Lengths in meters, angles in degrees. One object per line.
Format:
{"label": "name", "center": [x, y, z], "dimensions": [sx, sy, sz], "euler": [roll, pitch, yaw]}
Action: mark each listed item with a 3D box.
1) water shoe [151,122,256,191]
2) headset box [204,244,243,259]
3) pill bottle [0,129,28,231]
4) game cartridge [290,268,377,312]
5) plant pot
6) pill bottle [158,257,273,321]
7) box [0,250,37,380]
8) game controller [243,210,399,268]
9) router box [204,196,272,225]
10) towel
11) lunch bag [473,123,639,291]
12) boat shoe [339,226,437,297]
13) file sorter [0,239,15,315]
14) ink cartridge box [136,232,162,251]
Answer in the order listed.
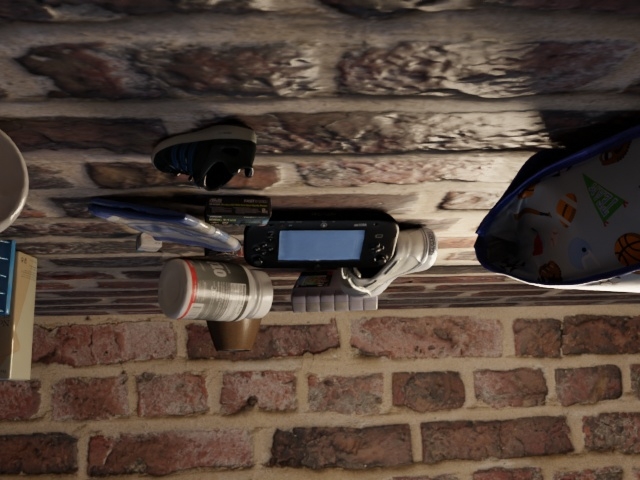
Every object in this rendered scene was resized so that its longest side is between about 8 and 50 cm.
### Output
{"label": "water shoe", "center": [-0.172, -0.107, 1.165], "dimensions": [0.073, 0.080, 0.203], "euler": [9, 165, -44]}
{"label": "headset box", "center": [-0.230, 0.025, 2.001], "dimensions": [0.062, 0.032, 0.083], "euler": [-10, 165, 38]}
{"label": "pill bottle", "center": [-0.533, -0.057, 1.150], "dimensions": [0.169, 0.169, 0.301], "euler": [7, 166, -37]}
{"label": "game cartridge", "center": [0.045, 0.128, 2.271], "dimensions": [0.230, 0.068, 0.355], "euler": [2, -171, 4]}
{"label": "plant pot", "center": [-0.259, 0.216, 2.483], "dimensions": [0.215, 0.231, 0.215], "euler": [-2, 170, 0]}
{"label": "pill bottle", "center": [-0.281, 0.138, 2.250], "dimensions": [0.283, 0.161, 0.161], "euler": [7, 167, -39]}
{"label": "box", "center": [-0.793, 0.188, 2.032], "dimensions": [0.147, 0.311, 0.121], "euler": [-2, 169, 3]}
{"label": "game controller", "center": [0.000, 0.000, 1.717], "dimensions": [0.319, 0.067, 0.166], "euler": [-1, 151, -7]}
{"label": "router box", "center": [-0.157, -0.054, 1.566], "dimensions": [0.122, 0.038, 0.092], "euler": [0, 169, -10]}
{"label": "towel", "center": [-0.293, -0.026, 1.604], "dimensions": [0.209, 0.034, 0.285], "euler": [9, 172, 17]}
{"label": "lunch bag", "center": [0.475, -0.029, 1.271], "dimensions": [0.327, 0.239, 0.385], "euler": [4, 161, -36]}
{"label": "boat shoe", "center": [0.107, 0.054, 1.928], "dimensions": [0.156, 0.136, 0.367], "euler": [4, 165, -28]}
{"label": "file sorter", "center": [-0.769, 0.079, 1.852], "dimensions": [0.118, 0.170, 0.104], "euler": [-7, 164, 28]}
{"label": "ink cartridge box", "center": [-0.387, 0.004, 1.875], "dimensions": [0.048, 0.028, 0.083], "euler": [2, 168, -21]}
